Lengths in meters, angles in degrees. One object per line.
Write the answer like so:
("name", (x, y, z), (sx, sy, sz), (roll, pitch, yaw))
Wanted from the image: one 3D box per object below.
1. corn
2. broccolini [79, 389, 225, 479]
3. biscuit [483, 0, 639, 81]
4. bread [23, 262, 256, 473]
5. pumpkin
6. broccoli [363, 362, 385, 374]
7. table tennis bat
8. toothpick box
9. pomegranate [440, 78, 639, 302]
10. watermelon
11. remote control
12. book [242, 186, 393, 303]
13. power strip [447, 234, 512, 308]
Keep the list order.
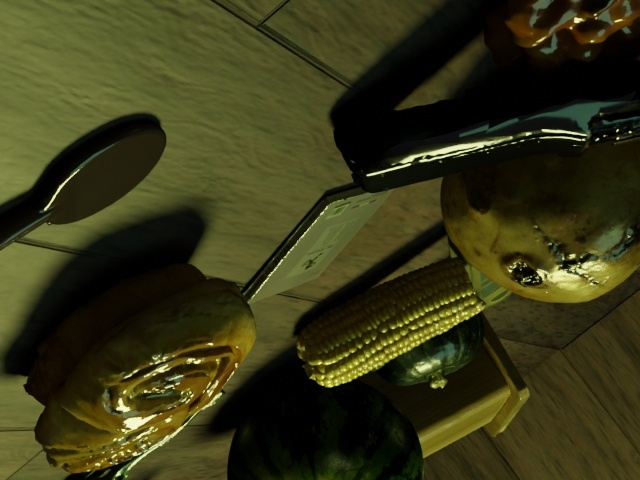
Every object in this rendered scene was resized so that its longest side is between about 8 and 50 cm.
("corn", (0.086, 0.099, 2.015), (0.244, 0.093, 0.093), (-26, 163, -11))
("broccolini", (-0.226, 0.249, 1.946), (0.254, 0.071, 0.057), (-44, 122, 3))
("biscuit", (0.308, -0.256, 1.448), (0.312, 0.110, 0.318), (-41, 165, 28))
("bread", (-0.166, 0.116, 1.499), (0.198, 0.120, 0.236), (-20, 158, -43))
("pumpkin", (0.147, 0.137, 2.223), (0.167, 0.125, 0.167), (-40, 167, -11))
("broccoli", (0.072, 0.133, 2.121), (0.097, 0.092, 0.095), (-19, 142, -5))
("table tennis bat", (-0.156, 0.003, 1.193), (0.170, 0.119, 0.107), (-33, 164, -20))
("toothpick box", (0.124, 0.247, 2.417), (0.308, 0.190, 0.187), (-25, 162, -20))
("pomegranate", (0.250, -0.056, 1.693), (0.260, 0.260, 0.260), (-33, 164, -11))
("watermelon", (0.001, 0.305, 2.161), (0.269, 0.269, 0.269), (-33, 164, -11))
("remote control", (0.214, -0.109, 1.474), (0.399, 0.062, 0.144), (-12, 170, 4))
("book", (0.000, 0.000, 1.713), (0.127, 0.014, 0.182), (-19, 157, -47))
("power strip", (0.226, 0.029, 2.191), (0.092, 0.066, 0.387), (-33, 165, -2))
